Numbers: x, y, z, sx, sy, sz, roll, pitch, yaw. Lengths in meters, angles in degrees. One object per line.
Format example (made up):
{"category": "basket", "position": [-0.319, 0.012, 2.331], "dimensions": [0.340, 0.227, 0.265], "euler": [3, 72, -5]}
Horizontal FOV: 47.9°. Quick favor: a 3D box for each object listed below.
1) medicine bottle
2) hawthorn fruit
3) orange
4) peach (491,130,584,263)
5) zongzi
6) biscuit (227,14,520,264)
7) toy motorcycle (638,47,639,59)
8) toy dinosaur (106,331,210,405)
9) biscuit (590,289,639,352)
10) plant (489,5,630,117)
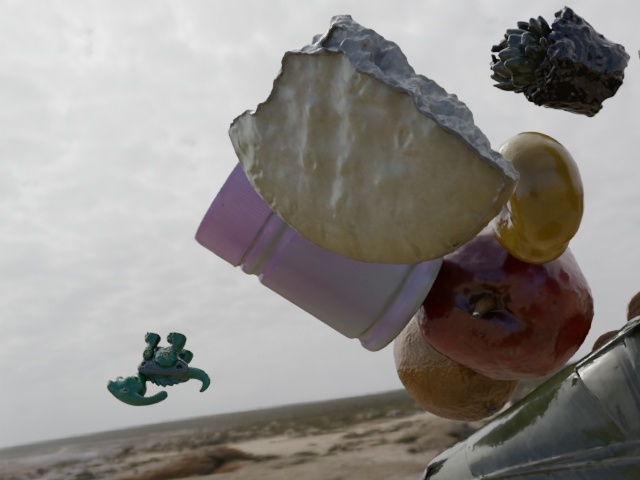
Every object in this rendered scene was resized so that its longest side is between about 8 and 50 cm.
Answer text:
{"category": "medicine bottle", "position": [0.000, 0.000, 1.054], "dimensions": [0.316, 0.202, 0.202], "euler": [33, -22, -5]}
{"category": "hawthorn fruit", "position": [0.277, 0.097, 1.137], "dimensions": [0.287, 0.287, 0.330], "euler": [-13, -4, 24]}
{"category": "orange", "position": [0.274, 0.233, 1.424], "dimensions": [0.264, 0.264, 0.264], "euler": [-6, -14, -2]}
{"category": "peach", "position": [0.284, -0.056, 0.967], "dimensions": [0.103, 0.179, 0.179], "euler": [-10, -14, -2]}
{"category": "zongzi", "position": [0.252, 0.342, 0.767], "dimensions": [0.181, 0.418, 0.447], "euler": [31, -60, -30]}
{"category": "biscuit", "position": [0.022, -0.069, 0.536], "dimensions": [0.265, 0.188, 0.040], "euler": [9, 29, 41]}
{"category": "toy motorcycle", "position": [0.419, -0.268, 0.807], "dimensions": [0.206, 0.342, 0.142], "euler": [0, -20, -38]}
{"category": "toy dinosaur", "position": [-0.202, 0.172, 0.922], "dimensions": [0.132, 0.096, 0.059], "euler": [5, -41, 13]}
{"category": "biscuit", "position": [0.619, 0.239, 1.185], "dimensions": [0.216, 0.340, 0.047], "euler": [-48, -35, -4]}
{"category": "plant", "position": [0.366, -0.277, 1.116], "dimensions": [0.194, 0.129, 0.132], "euler": [20, -26, -1]}
